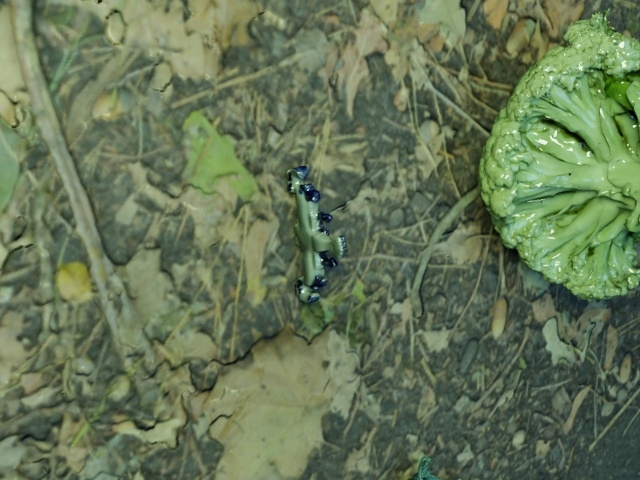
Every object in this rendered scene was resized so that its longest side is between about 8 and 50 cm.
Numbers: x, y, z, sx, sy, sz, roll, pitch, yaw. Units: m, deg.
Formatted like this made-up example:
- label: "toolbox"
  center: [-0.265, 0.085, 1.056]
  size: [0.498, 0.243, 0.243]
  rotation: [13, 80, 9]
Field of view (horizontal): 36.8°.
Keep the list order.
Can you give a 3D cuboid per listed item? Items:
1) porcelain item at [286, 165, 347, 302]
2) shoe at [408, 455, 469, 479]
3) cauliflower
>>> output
- label: "porcelain item"
  center: [0.000, 0.000, 0.904]
  size: [0.021, 0.075, 0.136]
  rotation: [-17, 112, -33]
- label: "shoe"
  center: [0.156, 0.327, 1.099]
  size: [0.106, 0.091, 0.207]
  rotation: [-52, 123, -8]
- label: "cauliflower"
  center: [0.309, -0.084, 1.012]
  size: [0.275, 0.250, 0.272]
  rotation: [35, 82, -43]
